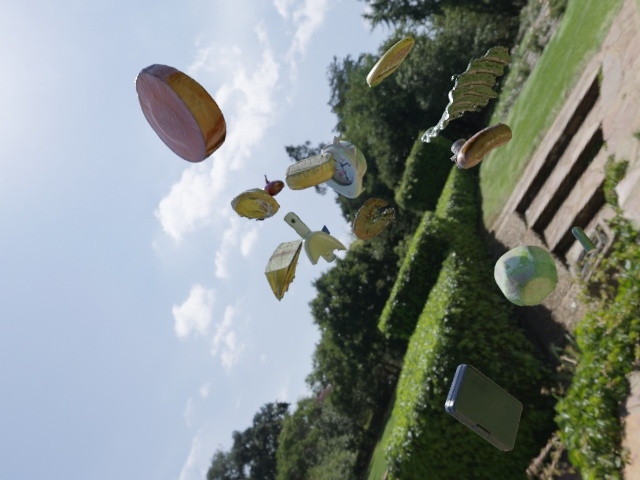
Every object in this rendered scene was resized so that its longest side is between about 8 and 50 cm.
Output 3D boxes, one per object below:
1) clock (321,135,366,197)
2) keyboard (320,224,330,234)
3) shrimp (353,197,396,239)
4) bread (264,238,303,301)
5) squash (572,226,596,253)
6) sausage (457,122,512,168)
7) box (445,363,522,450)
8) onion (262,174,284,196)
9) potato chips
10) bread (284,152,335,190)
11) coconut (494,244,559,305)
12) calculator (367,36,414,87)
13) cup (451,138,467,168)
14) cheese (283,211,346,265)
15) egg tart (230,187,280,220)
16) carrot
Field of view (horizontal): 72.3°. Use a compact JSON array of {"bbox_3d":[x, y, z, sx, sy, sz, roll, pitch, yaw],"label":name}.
[{"bbox_3d":[0.124,-0.392,2.280,0.109,0.265,0.324,-42,-26,-31],"label":"clock"},{"bbox_3d":[0.000,0.000,2.402,0.013,0.061,0.204,-14,-30,-34],"label":"keyboard"},{"bbox_3d":[0.185,-0.084,1.467,0.236,0.053,0.132,-26,-68,-40],"label":"shrimp"},{"bbox_3d":[-0.122,0.127,1.822,0.240,0.135,0.178,-67,-41,-59],"label":"bread"},{"bbox_3d":[0.728,-0.004,1.215,0.027,0.028,0.083,89,163,-59],"label":"squash"},{"bbox_3d":[0.656,-0.385,1.776,0.271,0.109,0.109,-36,-25,-19],"label":"sausage"},{"bbox_3d":[0.476,0.480,1.270,0.160,0.230,0.050,-58,9,-32],"label":"box"},{"bbox_3d":[-0.288,-0.319,2.513,0.150,0.140,0.150,-30,7,4],"label":"onion"},{"bbox_3d":[0.559,-0.543,1.691,0.389,0.097,0.373,-37,-17,-21],"label":"potato chips"},{"bbox_3d":[-0.045,-0.306,1.994,0.140,0.236,0.106,-85,-26,-55],"label":"bread"},{"bbox_3d":[0.774,0.132,1.655,0.236,0.205,0.235,-7,-90,-79],"label":"coconut"},{"bbox_3d":[0.218,-0.565,1.405,0.146,0.032,0.235,-37,1,-23],"label":"calculator"},{"bbox_3d":[0.629,-0.382,1.943,0.102,0.099,0.074,-44,-37,22],"label":"cup"},{"bbox_3d":[-0.032,-0.010,1.512,0.127,0.235,0.050,-44,6,-4],"label":"cheese"},{"bbox_3d":[-0.358,-0.204,2.419,0.279,0.279,0.095,86,-175,-63],"label":"egg tart"},{"bbox_3d":[-0.420,-0.381,1.314,0.100,0.258,0.307,-57,-47,-35],"label":"carrot"}]
